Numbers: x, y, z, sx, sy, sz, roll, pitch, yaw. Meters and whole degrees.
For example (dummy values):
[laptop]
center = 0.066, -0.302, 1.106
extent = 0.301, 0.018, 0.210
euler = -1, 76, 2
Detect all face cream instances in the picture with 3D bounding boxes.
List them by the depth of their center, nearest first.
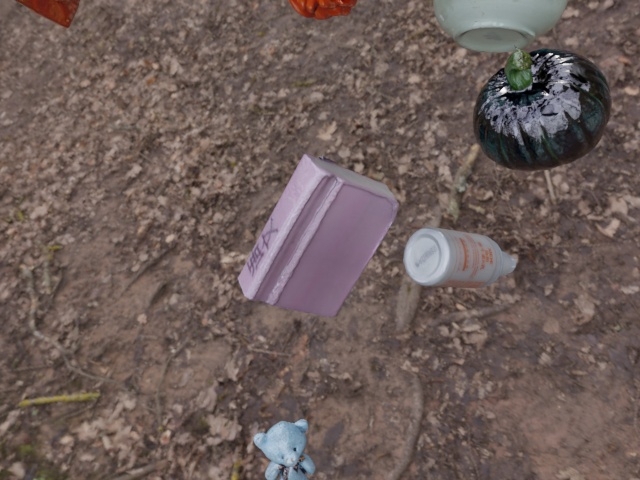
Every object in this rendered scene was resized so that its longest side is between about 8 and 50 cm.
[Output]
[face cream]
center = 0.270, 0.037, 0.943
extent = 0.101, 0.252, 0.101
euler = -11, 76, 52

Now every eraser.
[eraser]
center = 0.000, 0.000, 1.268
extent = 0.359, 0.272, 0.122
euler = -58, 36, 19

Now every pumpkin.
[pumpkin]
center = 0.400, -0.265, 0.981
extent = 0.248, 0.248, 0.248
euler = -29, 42, 30

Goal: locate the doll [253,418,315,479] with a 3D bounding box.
[doll]
center = -0.064, 0.469, 1.096
extent = 0.075, 0.120, 0.179
euler = 142, 114, -73

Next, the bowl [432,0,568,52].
[bowl]
center = 0.389, -0.519, 1.148
extent = 0.307, 0.307, 0.163
euler = 9, 94, 52

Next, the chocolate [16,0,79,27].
[chocolate]
center = -0.460, -0.491, 0.806
extent = 0.235, 0.108, 0.237
euler = -19, -47, -79

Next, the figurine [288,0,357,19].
[figurine]
center = 0.042, -0.669, 1.093
extent = 0.412, 0.306, 0.241
euler = -39, 71, 39
